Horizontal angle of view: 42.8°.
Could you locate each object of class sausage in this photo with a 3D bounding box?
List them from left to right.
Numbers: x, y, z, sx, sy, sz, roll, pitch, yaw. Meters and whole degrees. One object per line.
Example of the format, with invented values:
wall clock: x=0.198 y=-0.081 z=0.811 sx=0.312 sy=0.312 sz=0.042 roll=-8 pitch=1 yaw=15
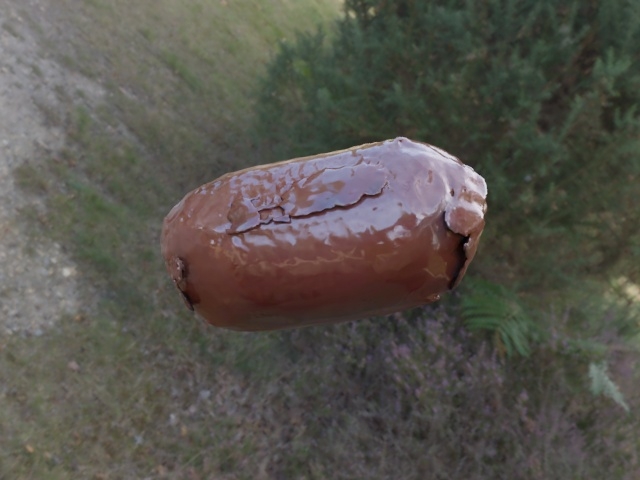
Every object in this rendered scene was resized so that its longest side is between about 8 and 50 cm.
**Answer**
sausage: x=0.000 y=0.000 z=0.346 sx=0.076 sy=0.141 sz=0.076 roll=-7 pitch=90 yaw=-86
